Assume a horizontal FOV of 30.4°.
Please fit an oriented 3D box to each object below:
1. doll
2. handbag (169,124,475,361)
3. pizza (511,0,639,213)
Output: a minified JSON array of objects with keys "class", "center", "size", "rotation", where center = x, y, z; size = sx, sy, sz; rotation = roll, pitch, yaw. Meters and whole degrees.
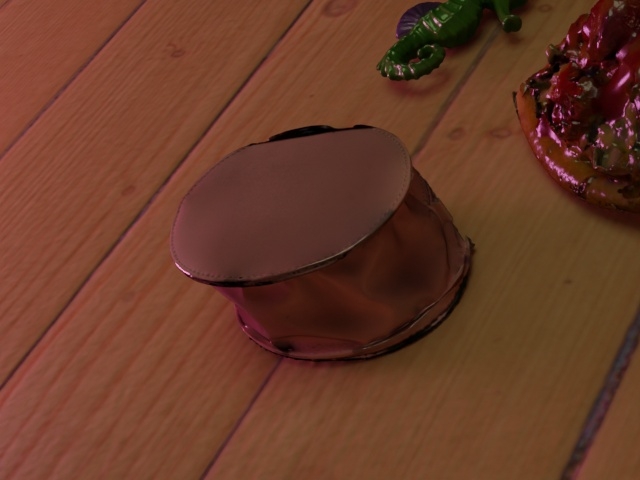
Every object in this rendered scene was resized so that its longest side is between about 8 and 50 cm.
[{"class":"doll","center":[0.131,-0.208,1.104],"size":[0.190,0.050,0.115],"rotation":[-37,33,-9]},{"class":"handbag","center":[0.000,0.001,0.896],"size":[0.205,0.116,0.179],"rotation":[-6,43,24]},{"class":"pizza","center":[0.213,-0.128,0.884],"size":[0.053,0.193,0.201],"rotation":[9,17,-27]}]
